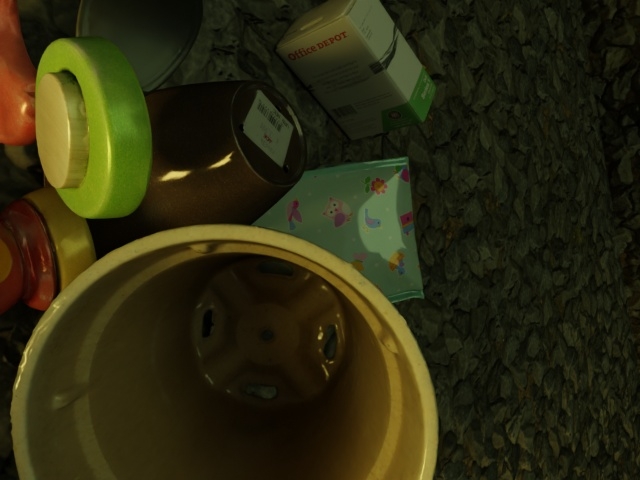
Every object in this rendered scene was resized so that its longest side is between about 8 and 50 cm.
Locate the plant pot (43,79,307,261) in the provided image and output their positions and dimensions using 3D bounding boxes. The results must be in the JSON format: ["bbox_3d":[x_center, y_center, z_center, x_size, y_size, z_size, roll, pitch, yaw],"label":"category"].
[{"bbox_3d":[-0.136,-0.081,0.558,0.215,0.231,0.215,23,60,-48],"label":"plant pot"}]

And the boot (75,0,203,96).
[{"bbox_3d":[-0.198,-0.215,0.532,0.091,0.229,0.262,20,65,-29],"label":"boot"}]

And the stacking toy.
[{"bbox_3d":[-0.272,-0.095,0.400,0.131,0.280,0.308,-17,79,-45],"label":"stacking toy"}]

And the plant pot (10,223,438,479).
[{"bbox_3d":[-0.074,0.139,0.548,0.334,0.305,0.333,0,95,0],"label":"plant pot"}]

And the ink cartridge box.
[{"bbox_3d":[0.061,-0.280,0.838,0.219,0.160,0.092,44,58,-34],"label":"ink cartridge box"}]

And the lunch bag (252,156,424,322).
[{"bbox_3d":[0.000,0.000,0.764,0.263,0.160,0.223,-10,96,-11],"label":"lunch bag"}]
